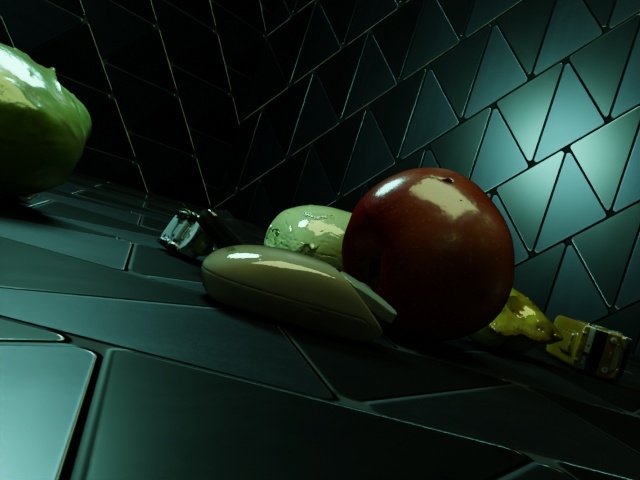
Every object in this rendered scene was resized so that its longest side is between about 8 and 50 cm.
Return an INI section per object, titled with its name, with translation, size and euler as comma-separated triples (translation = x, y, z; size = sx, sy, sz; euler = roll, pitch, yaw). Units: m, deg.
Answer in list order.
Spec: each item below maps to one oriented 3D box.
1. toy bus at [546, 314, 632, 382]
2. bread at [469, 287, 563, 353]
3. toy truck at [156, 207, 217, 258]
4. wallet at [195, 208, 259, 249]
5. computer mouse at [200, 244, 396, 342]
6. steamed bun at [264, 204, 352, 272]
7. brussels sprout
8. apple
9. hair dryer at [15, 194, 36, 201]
[toy bus]
translation = 0.535, 0.212, 1.464
size = 0.114, 0.098, 0.201
euler = 17, 1, 2
[bread]
translation = 0.329, 0.141, 1.326
size = 0.233, 0.088, 0.160
euler = 8, 39, -35
[toy truck]
translation = -0.213, -0.001, 1.205
size = 0.077, 0.076, 0.111
euler = 41, -11, -33
[wallet]
translation = -0.133, 0.006, 1.174
size = 0.149, 0.044, 0.250
euler = 50, 0, -1
[computer mouse]
translation = -0.027, 0.057, 0.882
size = 0.237, 0.081, 0.145
euler = 16, 1, -15
[steamed bun]
translation = 0.000, 0.000, 1.654
size = 0.232, 0.166, 0.273
euler = 19, 1, -19
[brussels sprout]
translation = -0.527, -0.189, 1.134
size = 0.328, 0.247, 0.328
euler = 35, 3, -2
[apple]
translation = 0.156, 0.022, 1.083
size = 0.217, 0.260, 0.260
euler = -9, 13, -24
[hair dryer]
translation = -0.553, -0.128, 1.368
size = 0.195, 0.053, 0.220
euler = 20, 13, 22
